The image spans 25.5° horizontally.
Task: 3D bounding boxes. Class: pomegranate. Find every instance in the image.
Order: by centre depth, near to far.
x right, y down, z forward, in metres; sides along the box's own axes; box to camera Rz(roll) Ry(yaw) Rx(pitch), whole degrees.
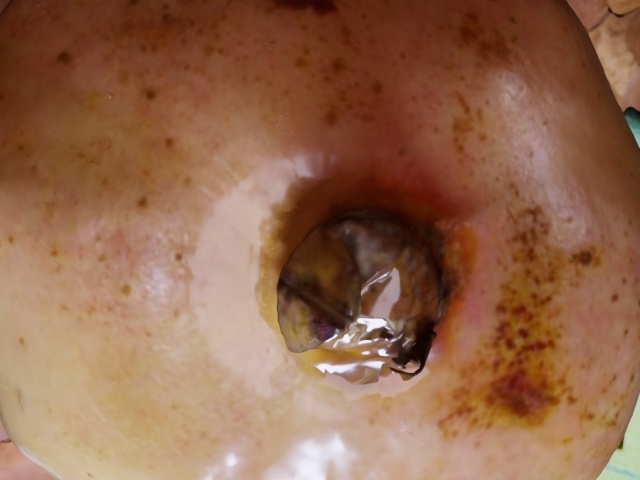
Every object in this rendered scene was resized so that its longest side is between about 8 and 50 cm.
[{"bbox_3d":[0.000,0.000,0.635,0.338,0.338,0.338,-6,118,-12],"label":"pomegranate"}]

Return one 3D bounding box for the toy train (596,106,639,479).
[{"bbox_3d":[0.247,0.049,0.782,0.237,0.150,0.369,15,122,26],"label":"toy train"}]
